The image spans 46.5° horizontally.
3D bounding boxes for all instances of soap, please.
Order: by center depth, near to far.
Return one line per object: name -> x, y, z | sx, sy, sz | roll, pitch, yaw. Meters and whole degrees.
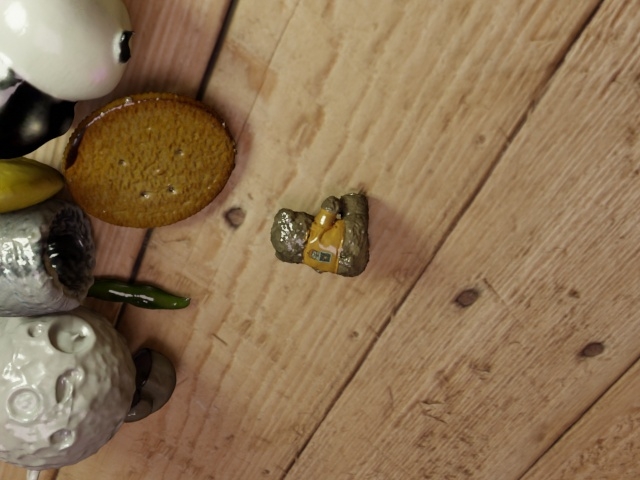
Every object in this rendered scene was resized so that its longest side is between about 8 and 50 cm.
soap -> -0.648, -0.099, 1.230 | 0.427, 0.306, 0.115 | 4, 96, 5

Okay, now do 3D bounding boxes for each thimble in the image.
thimble -> -0.519, 0.027, 1.349 | 0.157, 0.245, 0.217 | -9, 89, 6

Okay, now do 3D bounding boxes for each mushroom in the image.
mushroom -> -0.380, 0.321, 1.631 | 0.117, 0.141, 0.188 | 14, 131, -37

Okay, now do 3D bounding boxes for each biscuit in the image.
biscuit -> -0.294, -0.136, 1.301 | 0.305, 0.038, 0.305 | -15, 140, -13

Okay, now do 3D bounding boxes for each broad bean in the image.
broad bean -> -0.414, 0.106, 1.527 | 0.297, 0.043, 0.060 | 9, 137, -6

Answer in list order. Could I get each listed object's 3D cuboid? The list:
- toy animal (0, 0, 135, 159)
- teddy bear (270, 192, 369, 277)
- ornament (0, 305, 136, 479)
toy animal -> -0.432, -0.283, 1.136 | 0.310, 0.251, 0.251 | -34, 120, 30
teddy bear -> 0.000, 0.000, 1.402 | 0.190, 0.140, 0.177 | 7, 129, 5
ornament -> -0.531, 0.277, 1.473 | 0.337, 0.337, 0.337 | 0, 126, 0
